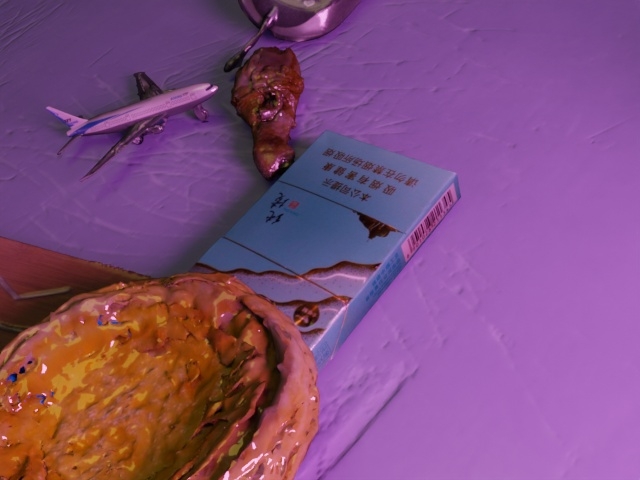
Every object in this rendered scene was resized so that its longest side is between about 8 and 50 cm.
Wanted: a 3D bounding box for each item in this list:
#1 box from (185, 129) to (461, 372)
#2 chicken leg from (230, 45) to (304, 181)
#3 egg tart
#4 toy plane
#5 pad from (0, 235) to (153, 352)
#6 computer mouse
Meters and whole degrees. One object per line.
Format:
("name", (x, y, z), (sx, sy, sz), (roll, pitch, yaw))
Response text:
("box", (-0.001, 0.000, 0.612), (0.162, 0.041, 0.229), (25, 62, 36))
("chicken leg", (-0.058, -0.142, 0.752), (0.084, 0.069, 0.198), (1, 53, -11))
("egg tart", (-0.137, 0.147, 0.494), (0.290, 0.107, 0.291), (-10, 43, 10))
("toy plane", (-0.227, -0.156, 0.824), (0.226, 0.058, 0.226), (-5, 45, 12))
("pad", (-0.316, 0.120, 0.598), (0.286, 0.018, 0.284), (13, 55, 13))
("computer mouse", (-0.009, -0.362, 0.905), (0.167, 0.090, 0.379), (35, 81, 18))
